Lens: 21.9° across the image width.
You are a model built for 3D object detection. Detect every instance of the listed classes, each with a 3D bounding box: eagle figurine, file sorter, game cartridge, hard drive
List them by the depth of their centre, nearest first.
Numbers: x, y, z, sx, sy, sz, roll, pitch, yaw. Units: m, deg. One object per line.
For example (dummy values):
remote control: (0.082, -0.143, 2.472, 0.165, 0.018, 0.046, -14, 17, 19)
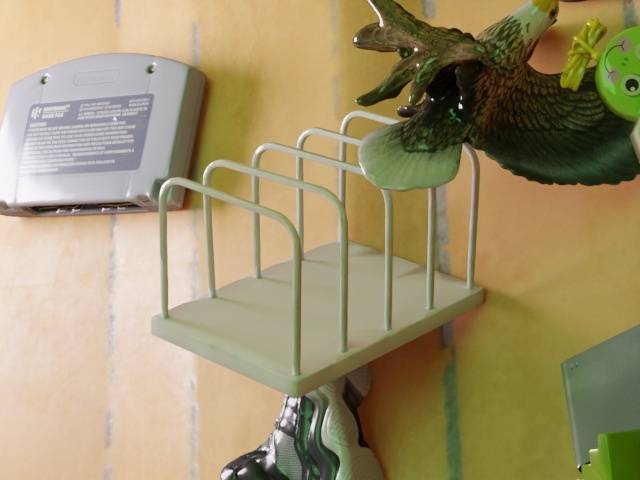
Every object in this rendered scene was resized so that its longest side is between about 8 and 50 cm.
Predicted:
hard drive: (0.270, 0.144, 1.500, 0.094, 0.022, 0.135, -29, 34, 22)
eagle figurine: (0.174, -0.150, 1.555, 0.225, 0.298, 0.226, -22, 67, 30)
file sorter: (0.000, 0.000, 1.584, 0.193, 0.278, 0.173, 19, 120, 38)
game cartridge: (-0.269, -0.129, 1.993, 0.294, 0.060, 0.196, -1, 75, 34)

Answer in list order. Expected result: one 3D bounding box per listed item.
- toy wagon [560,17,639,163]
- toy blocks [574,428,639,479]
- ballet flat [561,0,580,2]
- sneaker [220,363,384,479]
toy wagon: (0.374, -0.099, 1.429, 0.344, 0.068, 0.267, 24, 85, 3)
toy blocks: (0.178, 0.360, 1.412, 0.261, 0.191, 0.381, -14, 80, 57)
ballet flat: (0.327, -0.288, 1.641, 0.250, 0.058, 0.084, -5, 70, 33)
sneaker: (-0.029, 0.187, 1.670, 0.153, 0.101, 0.268, -22, 61, 25)
